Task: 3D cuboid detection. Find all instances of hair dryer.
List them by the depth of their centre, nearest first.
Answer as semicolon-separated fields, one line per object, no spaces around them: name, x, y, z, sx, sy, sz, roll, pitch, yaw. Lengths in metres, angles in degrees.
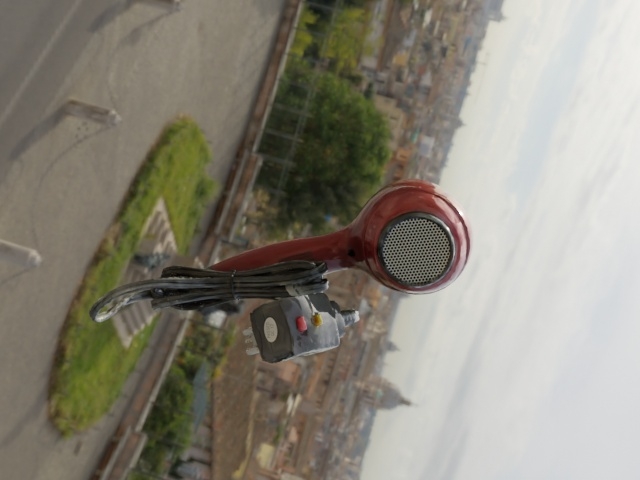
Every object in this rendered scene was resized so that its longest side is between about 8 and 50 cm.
hair dryer;0.000;0.000;0.570;0.293;0.223;0.080;-17;106;-44
